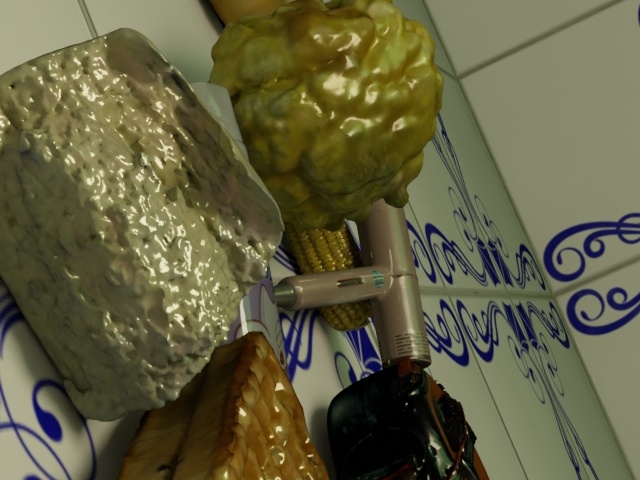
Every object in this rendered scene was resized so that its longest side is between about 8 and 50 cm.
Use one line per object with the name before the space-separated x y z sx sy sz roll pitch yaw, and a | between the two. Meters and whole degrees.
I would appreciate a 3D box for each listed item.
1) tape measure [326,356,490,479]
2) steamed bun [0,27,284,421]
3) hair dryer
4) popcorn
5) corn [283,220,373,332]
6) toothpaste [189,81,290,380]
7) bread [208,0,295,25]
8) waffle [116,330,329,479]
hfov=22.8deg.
tape measure | 0.090 0.219 1.478 0.202 0.135 0.223 57 15 -32
steamed bun | -0.131 -0.030 1.050 0.225 0.170 0.200 58 21 -21
hair dryer | 0.009 0.026 1.559 0.220 0.053 0.195 9 63 -41
popcorn | -0.007 -0.131 1.515 0.225 0.249 0.249 23 -25 51
corn | 0.000 0.000 1.651 0.203 0.072 0.072 65 15 -2
toothpaste | -0.073 0.051 1.344 0.125 0.080 0.371 31 44 -71
bread | -0.096 -0.321 1.782 0.217 0.098 0.147 71 14 13
waffle | -0.048 0.199 1.040 0.308 0.091 0.213 -78 147 -76
